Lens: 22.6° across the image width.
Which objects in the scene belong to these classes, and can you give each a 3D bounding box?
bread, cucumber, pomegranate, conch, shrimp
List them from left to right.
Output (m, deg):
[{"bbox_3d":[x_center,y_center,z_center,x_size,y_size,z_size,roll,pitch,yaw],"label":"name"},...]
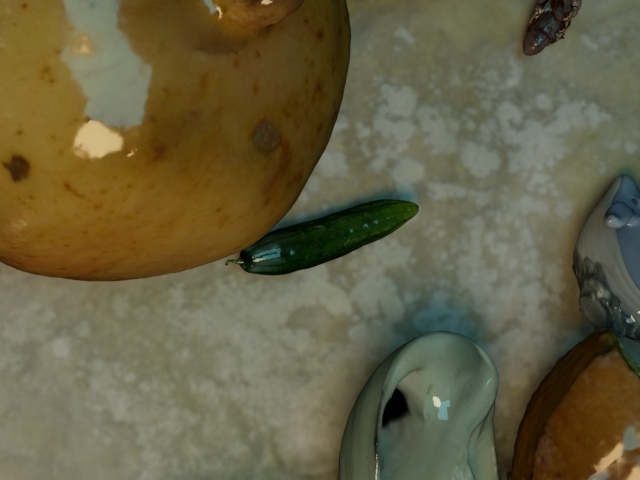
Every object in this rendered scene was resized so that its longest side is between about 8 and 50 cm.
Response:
[{"bbox_3d":[-0.131,-0.133,1.059,0.342,0.342,0.343,1,87,-18],"label":"pomegranate"},{"bbox_3d":[0.000,0.000,1.256,0.167,0.039,0.039,-19,93,-20],"label":"cucumber"},{"bbox_3d":[0.073,0.180,1.207,0.121,0.185,0.221,-4,83,18],"label":"conch"},{"bbox_3d":[0.196,-0.191,1.333,0.038,0.029,0.092,23,77,-15],"label":"shrimp"},{"bbox_3d":[0.249,0.236,1.224,0.179,0.194,0.340,-39,109,9],"label":"bread"}]

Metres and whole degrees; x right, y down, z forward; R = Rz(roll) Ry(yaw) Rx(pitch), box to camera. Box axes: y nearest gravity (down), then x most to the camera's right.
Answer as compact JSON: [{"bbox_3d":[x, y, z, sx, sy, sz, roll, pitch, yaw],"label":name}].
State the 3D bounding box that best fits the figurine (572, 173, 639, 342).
[{"bbox_3d":[0.293,0.025,1.293,0.183,0.128,0.208,-21,57,-17],"label":"figurine"}]
